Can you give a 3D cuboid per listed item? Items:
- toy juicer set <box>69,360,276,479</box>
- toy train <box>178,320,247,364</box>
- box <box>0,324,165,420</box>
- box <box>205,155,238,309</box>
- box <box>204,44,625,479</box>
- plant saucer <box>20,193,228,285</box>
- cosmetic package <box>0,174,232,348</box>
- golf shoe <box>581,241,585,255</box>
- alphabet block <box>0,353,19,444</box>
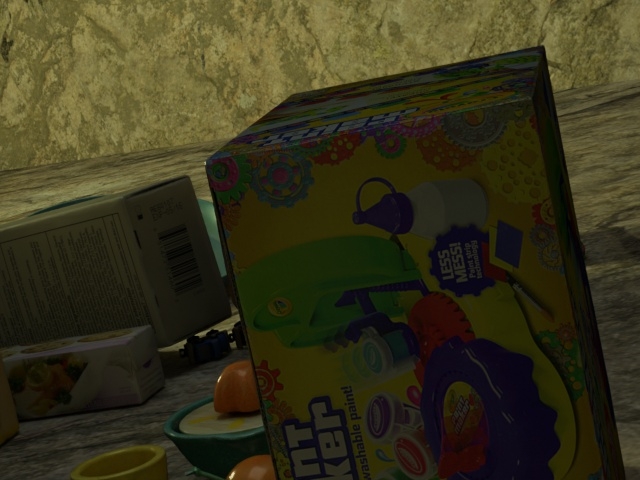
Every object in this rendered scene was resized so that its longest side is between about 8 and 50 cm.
[{"bbox_3d":[-0.019,0.130,1.307,0.209,0.089,0.329,-7,11,30],"label":"toy juicer set"},{"bbox_3d":[-0.068,0.094,1.772,0.158,0.027,0.036,-17,21,-23],"label":"toy train"},{"bbox_3d":[-0.311,0.141,1.702,0.324,0.063,0.067,-9,9,20],"label":"box"},{"bbox_3d":[0.000,0.000,1.708,0.167,0.168,0.203,-14,21,-12],"label":"box"},{"bbox_3d":[0.070,0.054,1.032,0.177,0.290,0.279,-10,11,11],"label":"box"},{"bbox_3d":[-0.238,0.022,2.126,0.317,0.044,0.317,-1,24,1],"label":"plant saucer"},{"bbox_3d":[-0.258,0.044,1.822,0.309,0.160,0.113,-11,8,38],"label":"cosmetic package"},{"bbox_3d":[0.237,-0.027,1.889,0.067,0.086,0.186,-15,9,-7],"label":"golf shoe"},{"bbox_3d":[-0.409,0.118,1.565,0.192,0.197,0.193,-10,10,20],"label":"alphabet block"}]
